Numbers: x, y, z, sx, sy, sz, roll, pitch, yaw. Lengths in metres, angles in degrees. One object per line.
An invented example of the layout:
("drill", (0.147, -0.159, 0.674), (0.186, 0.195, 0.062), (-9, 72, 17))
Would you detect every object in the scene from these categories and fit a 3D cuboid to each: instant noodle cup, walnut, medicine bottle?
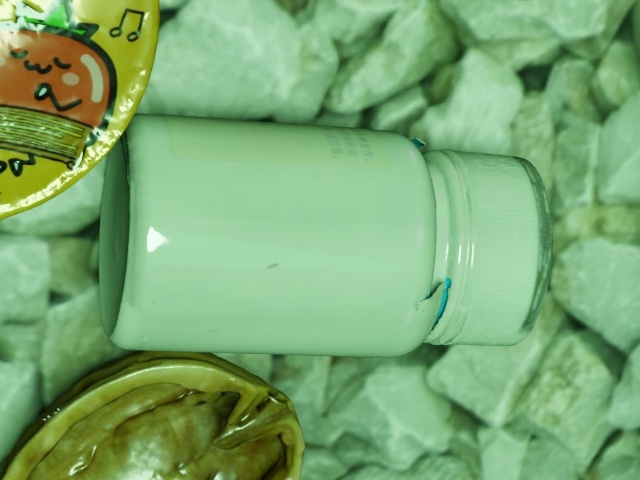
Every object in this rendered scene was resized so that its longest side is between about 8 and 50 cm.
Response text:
("instant noodle cup", (-0.204, -0.132, 0.828), (0.215, 0.172, 0.216), (-4, 109, -14))
("walnut", (-0.119, 0.136, 0.986), (0.211, 0.087, 0.167), (-30, 126, -1))
("medicine bottle", (0.000, 0.000, 0.943), (0.258, 0.143, 0.143), (2, 108, -14))
